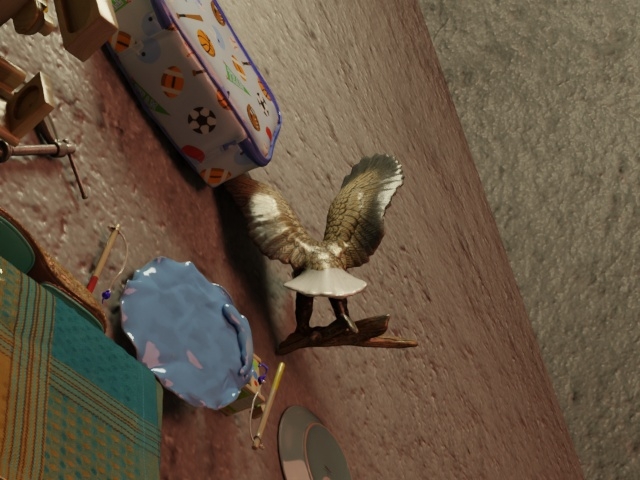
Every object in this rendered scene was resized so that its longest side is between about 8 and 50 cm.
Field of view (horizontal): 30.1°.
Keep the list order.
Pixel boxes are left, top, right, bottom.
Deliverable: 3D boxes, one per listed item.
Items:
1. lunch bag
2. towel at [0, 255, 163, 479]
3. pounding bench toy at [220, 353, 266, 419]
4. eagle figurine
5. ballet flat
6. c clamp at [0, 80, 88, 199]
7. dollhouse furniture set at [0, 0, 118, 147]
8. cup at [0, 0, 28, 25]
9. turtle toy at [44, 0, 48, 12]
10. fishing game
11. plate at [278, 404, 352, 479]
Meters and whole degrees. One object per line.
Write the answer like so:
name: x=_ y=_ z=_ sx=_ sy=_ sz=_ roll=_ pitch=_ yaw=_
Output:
lunch bag: x=-0.164 y=-0.236 z=1.570 sx=0.303 sy=0.115 sz=0.243 roll=60 pitch=19 yaw=-20
towel: x=-0.265 y=0.092 z=0.916 sx=0.370 sy=0.040 sz=0.271 roll=41 pitch=18 yaw=-27
pounding bench toy: x=-0.094 y=0.165 z=1.389 sx=0.083 sy=0.052 sz=0.065 roll=46 pitch=28 yaw=-44
eagle figurine: x=-0.007 y=0.003 z=1.606 sx=0.226 sy=0.225 sz=0.298 roll=16 pitch=63 yaw=-48
ballet flat: x=-0.276 y=0.028 z=1.087 sx=0.206 sy=0.073 sz=0.067 roll=55 pitch=-4 yaw=-36
c clamp: x=-0.300 y=-0.110 z=1.210 sx=0.160 sy=0.022 sz=0.137 roll=0 pitch=67 yaw=-68
dollhouse furniture set: x=-0.294 y=-0.208 z=1.127 sx=0.123 sy=0.151 sz=0.144 roll=35 pitch=24 yaw=-42
cup: x=-0.339 y=-0.288 z=0.965 sx=0.237 sy=0.331 sz=0.331 roll=91 pitch=-16 yaw=-71
turtle toy: x=-0.313 y=-0.282 z=1.240 sx=0.066 sy=0.130 sz=0.095 roll=-121 pitch=-156 yaw=-67
fishing game: x=-0.148 y=0.102 z=1.298 sx=0.264 sy=0.041 sz=0.189 roll=40 pitch=35 yaw=-22
plate: x=0.004 y=0.298 z=1.531 sx=0.188 sy=0.024 sz=0.188 roll=53 pitch=23 yaw=-35
